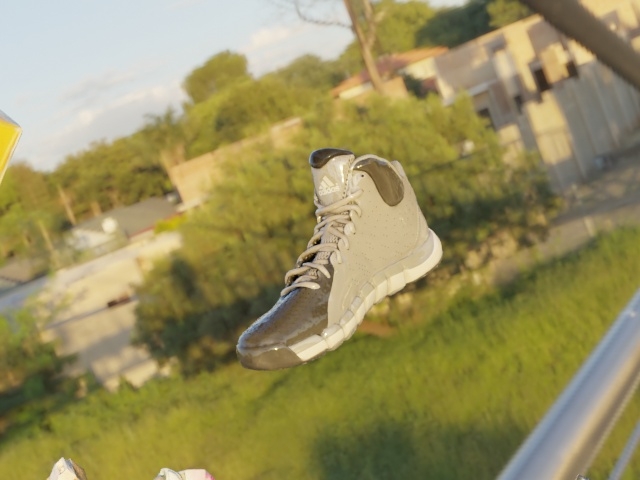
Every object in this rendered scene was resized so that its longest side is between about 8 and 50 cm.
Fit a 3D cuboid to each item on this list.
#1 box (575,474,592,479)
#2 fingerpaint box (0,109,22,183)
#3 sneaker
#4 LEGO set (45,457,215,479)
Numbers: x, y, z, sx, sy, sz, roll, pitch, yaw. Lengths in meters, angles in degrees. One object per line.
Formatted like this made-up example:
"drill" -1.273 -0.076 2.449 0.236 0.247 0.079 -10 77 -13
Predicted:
"box" 0.326 0.315 1.236 0.083 0.067 0.018 24 43 18
"fingerpaint box" -0.455 -0.125 0.707 0.371 0.163 0.445 21 8 -37
"sneaker" 0.000 0.000 0.833 0.086 0.132 0.229 -4 21 42
"LEGO set" -0.171 0.279 1.001 0.107 0.132 0.287 17 -17 -30
